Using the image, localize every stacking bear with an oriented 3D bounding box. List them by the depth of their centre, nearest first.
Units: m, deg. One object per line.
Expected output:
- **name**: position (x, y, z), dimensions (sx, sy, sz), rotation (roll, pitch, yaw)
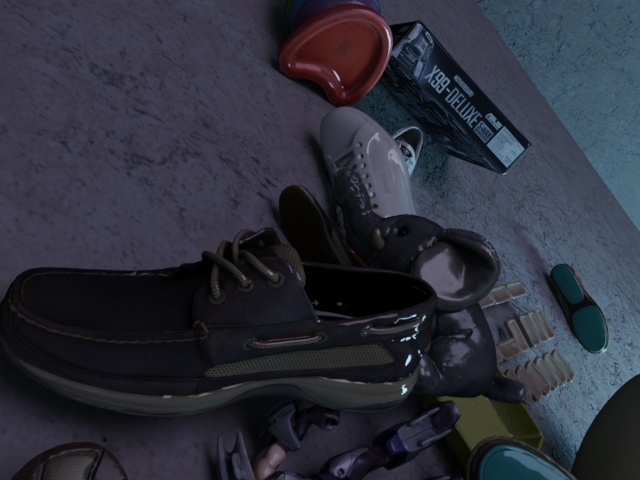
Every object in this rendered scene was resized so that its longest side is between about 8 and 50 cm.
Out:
- **stacking bear**: position (0.008, -0.399, 1.019), dimensions (0.175, 0.164, 0.289), rotation (22, 41, -40)

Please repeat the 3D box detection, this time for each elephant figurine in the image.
- **elephant figurine**: position (0.117, 0.047, 0.673), dimensions (0.186, 0.169, 0.239), rotation (16, 77, -42)

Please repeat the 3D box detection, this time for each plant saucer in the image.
- **plant saucer**: position (0.206, 0.231, 0.793), dimensions (0.188, 0.045, 0.188), rotation (57, 33, 4)

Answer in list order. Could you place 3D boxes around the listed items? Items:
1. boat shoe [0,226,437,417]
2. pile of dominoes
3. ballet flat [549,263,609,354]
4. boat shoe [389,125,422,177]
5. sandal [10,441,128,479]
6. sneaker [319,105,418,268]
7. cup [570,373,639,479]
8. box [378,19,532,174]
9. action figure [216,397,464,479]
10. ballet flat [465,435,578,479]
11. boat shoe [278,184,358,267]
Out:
- **boat shoe**: position (-0.058, 0.050, 0.486), dimensions (0.356, 0.130, 0.132), rotation (9, 25, -31)
- **pile of dominoes**: position (0.316, 0.174, 1.012), dimensions (0.251, 0.040, 0.195), rotation (-7, 66, -44)
- **ballet flat**: position (0.560, 0.146, 1.296), dimensions (0.067, 0.073, 0.206), rotation (26, 44, -58)
- **boat shoe**: position (0.113, -0.132, 0.974), dimensions (0.083, 0.076, 0.226), rotation (44, 34, -14)
- **sandal**: position (-0.148, 0.231, 0.344), dimensions (0.090, 0.060, 0.219), rotation (-3, 77, -37)
- **sneaker**: position (0.063, -0.062, 0.820), dimensions (0.123, 0.106, 0.290), rotation (-6, 67, -56)
- **cup**: position (0.465, 0.365, 0.803), dimensions (0.237, 0.331, 0.331), rotation (-17, 73, -30)
- **box**: position (0.217, -0.265, 1.125), dimensions (0.307, 0.076, 0.242), rotation (41, 5, -19)
- **action figure**: position (0.022, 0.221, 0.530), dimensions (0.285, 0.099, 0.185), rotation (1, 66, -47)
- **ballet flat**: position (0.287, 0.350, 0.657), dimensions (0.348, 0.123, 0.123), rotation (40, 32, 7)
- **boat shoe**: position (0.000, 0.000, 0.741), dimensions (0.152, 0.056, 0.049), rotation (64, 28, -3)
